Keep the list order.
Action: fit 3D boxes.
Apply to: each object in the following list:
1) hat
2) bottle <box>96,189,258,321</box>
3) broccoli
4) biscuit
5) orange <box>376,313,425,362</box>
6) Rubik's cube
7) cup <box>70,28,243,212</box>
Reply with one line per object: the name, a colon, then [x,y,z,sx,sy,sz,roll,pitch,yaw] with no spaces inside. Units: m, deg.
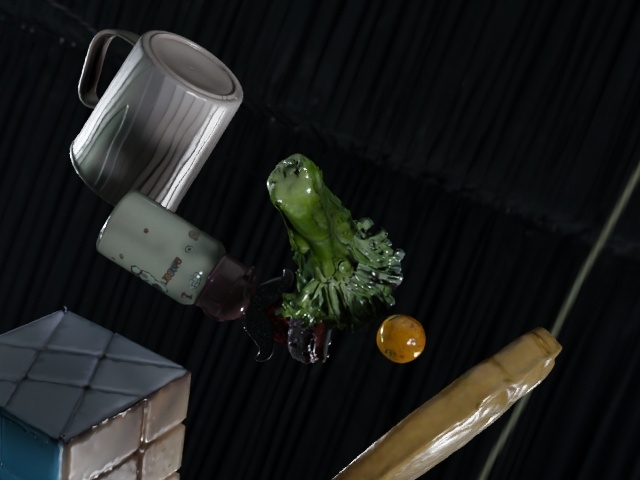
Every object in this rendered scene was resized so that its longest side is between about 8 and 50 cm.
hat: [-0.077,0.104,1.394,0.227,0.140,0.129,11,-168,13]
bottle: [-0.201,0.030,1.310,0.233,0.110,0.110,32,-178,-2]
broccoli: [0.006,-0.005,1.049,0.145,0.165,0.304,-3,154,16]
biscuit: [0.149,0.220,1.068,0.351,0.312,0.057,-23,-111,-40]
orange: [0.134,0.163,1.496,0.083,0.084,0.083,21,-178,-1]
Rubik's cube: [-0.317,0.244,1.090,0.231,0.225,0.221,21,-156,27]
cup: [-0.298,-0.224,1.600,0.208,0.273,0.288,13,-143,-40]
